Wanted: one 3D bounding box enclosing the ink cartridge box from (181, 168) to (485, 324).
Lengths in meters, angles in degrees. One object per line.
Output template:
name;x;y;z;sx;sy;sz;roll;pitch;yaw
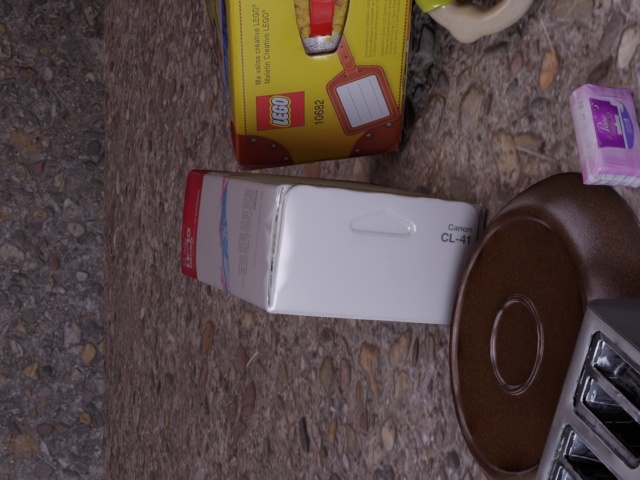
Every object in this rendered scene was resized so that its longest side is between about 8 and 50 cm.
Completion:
ink cartridge box;0.000;0.000;1.417;0.306;0.226;0.131;-160;76;-68

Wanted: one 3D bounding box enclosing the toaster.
toaster;0.242;0.149;0.942;0.186;0.110;0.168;-130;48;-60

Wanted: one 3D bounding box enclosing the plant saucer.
plant saucer;0.188;0.092;1.172;0.310;0.050;0.311;-174;90;-68

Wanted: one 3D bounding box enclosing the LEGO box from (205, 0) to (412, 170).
LEGO box;-0.030;-0.384;1.422;0.500;0.193;0.373;91;169;-50

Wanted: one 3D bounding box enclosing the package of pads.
package of pads;0.234;-0.084;1.090;0.032;0.050;0.083;133;136;-57

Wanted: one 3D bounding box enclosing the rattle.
rattle;0.187;-0.289;1.279;0.130;0.142;0.200;51;124;15
